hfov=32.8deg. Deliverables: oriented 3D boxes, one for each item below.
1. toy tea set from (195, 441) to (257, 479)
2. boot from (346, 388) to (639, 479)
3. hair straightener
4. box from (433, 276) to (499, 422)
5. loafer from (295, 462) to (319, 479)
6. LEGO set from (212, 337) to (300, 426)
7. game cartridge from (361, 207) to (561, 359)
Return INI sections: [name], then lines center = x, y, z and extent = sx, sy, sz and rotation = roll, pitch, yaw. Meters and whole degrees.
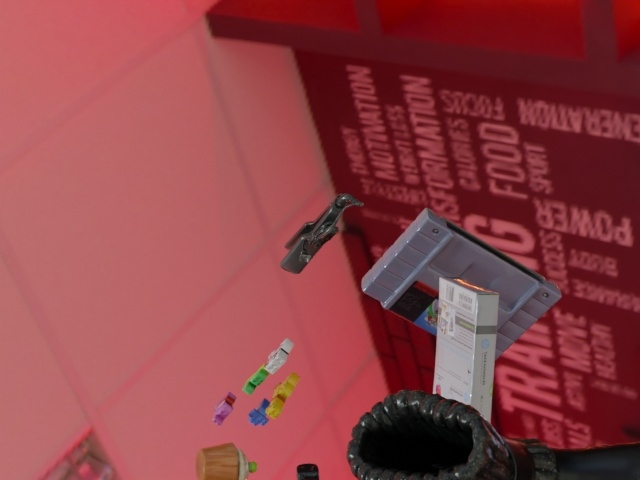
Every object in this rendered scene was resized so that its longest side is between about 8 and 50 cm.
[toy tea set]
center = -0.161, 0.489, 1.843
extent = 0.124, 0.200, 0.336
rotation = 1, -46, -21
[boot]
center = 0.227, 0.240, 1.114
extent = 0.260, 0.348, 0.131
rotation = 50, -149, -36
[hair straightener]
center = 0.000, 0.000, 1.727
extent = 0.047, 0.230, 0.089
rotation = 28, -127, -19
[box]
center = 0.207, 0.155, 1.565
extent = 0.038, 0.145, 0.186
rotation = 2, -84, -15
[loafer]
center = -0.023, 0.520, 2.237
extent = 0.170, 0.062, 0.061
rotation = -77, -14, -77
[LEGO set]
center = -0.110, 0.298, 2.037
extent = 0.087, 0.227, 0.093
rotation = 39, -151, -10
[game cartridge]
center = 0.287, 0.103, 2.226
extent = 0.355, 0.068, 0.230
rotation = 29, -65, -21
